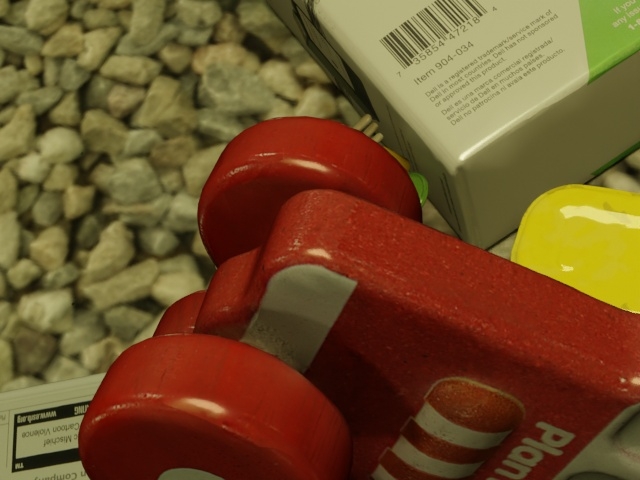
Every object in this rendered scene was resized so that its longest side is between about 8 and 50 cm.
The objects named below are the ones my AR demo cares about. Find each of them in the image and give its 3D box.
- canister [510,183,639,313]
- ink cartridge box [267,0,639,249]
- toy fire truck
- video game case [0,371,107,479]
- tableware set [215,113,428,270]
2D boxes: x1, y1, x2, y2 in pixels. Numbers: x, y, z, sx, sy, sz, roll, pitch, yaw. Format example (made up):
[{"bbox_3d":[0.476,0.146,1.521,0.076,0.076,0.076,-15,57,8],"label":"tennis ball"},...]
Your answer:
[{"bbox_3d":[0.162,0.048,0.566,0.126,0.170,0.073,13,66,22],"label":"canister"},{"bbox_3d":[0.096,-0.161,0.733,0.198,0.114,0.273,-33,59,-4],"label":"ink cartridge box"},{"bbox_3d":[0.028,0.108,0.515,0.254,0.302,0.169,24,46,-2],"label":"toy fire truck"},{"bbox_3d":[-0.226,0.237,0.652,0.329,0.036,0.299,-11,59,9],"label":"video game case"},{"bbox_3d":[0.000,0.000,0.698,0.154,0.024,0.104,-44,36,15],"label":"tableware set"}]
